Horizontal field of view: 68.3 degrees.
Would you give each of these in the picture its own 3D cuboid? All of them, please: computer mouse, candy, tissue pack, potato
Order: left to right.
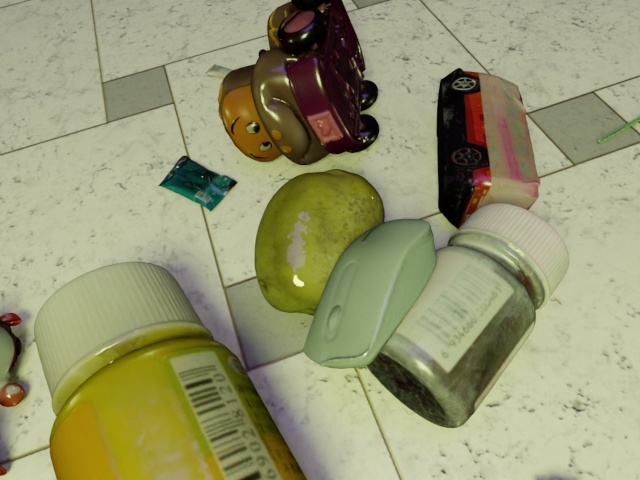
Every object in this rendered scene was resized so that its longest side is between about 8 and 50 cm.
[{"bbox_3d":[-0.233,-0.112,0.888,0.138,0.028,0.085,23,62,24],"label":"tissue pack"},{"bbox_3d":[0.002,0.001,0.708,0.197,0.148,0.228,5,70,-9],"label":"potato"},{"bbox_3d":[0.056,0.053,0.575,0.128,0.079,0.231,-15,31,52],"label":"computer mouse"},{"bbox_3d":[0.590,-0.227,0.867,0.194,0.062,0.058,-29,102,-3],"label":"candy"}]

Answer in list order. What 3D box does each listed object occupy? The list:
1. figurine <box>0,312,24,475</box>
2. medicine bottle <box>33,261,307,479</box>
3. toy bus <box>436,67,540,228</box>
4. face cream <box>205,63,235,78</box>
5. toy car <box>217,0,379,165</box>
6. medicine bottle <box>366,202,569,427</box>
[{"bbox_3d":[-0.512,0.188,0.656,0.184,0.160,0.226,-4,47,3],"label":"figurine"},{"bbox_3d":[-0.177,0.220,0.536,0.224,0.224,0.384,-31,59,-14],"label":"medicine bottle"},{"bbox_3d":[0.273,-0.160,0.806,0.147,0.127,0.302,7,55,5],"label":"toy bus"},{"bbox_3d":[-0.208,-0.376,1.067,0.115,0.020,0.038,23,62,22],"label":"face cream"},{"bbox_3d":[-0.042,-0.293,0.877,0.240,0.271,0.340,-11,50,24],"label":"toy car"},{"bbox_3d":[0.190,0.090,0.621,0.165,0.165,0.273,36,65,26],"label":"medicine bottle"}]
